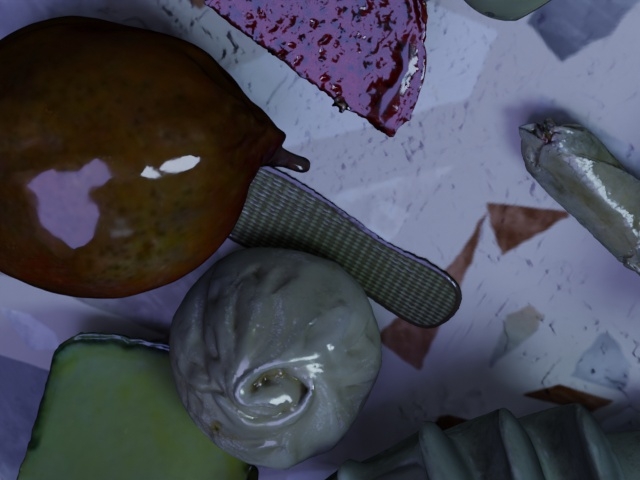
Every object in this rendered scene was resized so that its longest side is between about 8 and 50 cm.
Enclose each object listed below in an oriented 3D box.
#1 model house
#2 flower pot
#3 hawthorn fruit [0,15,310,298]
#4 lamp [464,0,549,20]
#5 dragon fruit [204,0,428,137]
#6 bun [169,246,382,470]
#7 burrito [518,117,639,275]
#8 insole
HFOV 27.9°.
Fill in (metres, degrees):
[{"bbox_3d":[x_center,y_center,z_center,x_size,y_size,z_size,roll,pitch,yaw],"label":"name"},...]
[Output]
[{"bbox_3d":[-0.151,0.202,1.167,0.194,0.170,0.211,8,155,1],"label":"model house"},{"bbox_3d":[0.117,0.240,1.035,0.367,0.164,0.254,-33,148,29],"label":"flower pot"},{"bbox_3d":[-0.132,-0.060,0.924,0.248,0.208,0.208,-6,125,0],"label":"hawthorn fruit"},{"bbox_3d":[0.099,-0.219,0.810,0.091,0.091,0.163,-32,95,32],"label":"lamp"},{"bbox_3d":[0.018,-0.160,0.875,0.162,0.083,0.106,36,114,-1],"label":"dragon fruit"},{"bbox_3d":[-0.043,0.096,1.020,0.183,0.102,0.183,1,99,8],"label":"bun"},{"bbox_3d":[0.214,-0.025,0.935,0.188,0.045,0.058,42,118,-14],"label":"burrito"},{"bbox_3d":[0.000,0.000,1.036,0.253,0.005,0.086,27,128,-5],"label":"insole"}]
